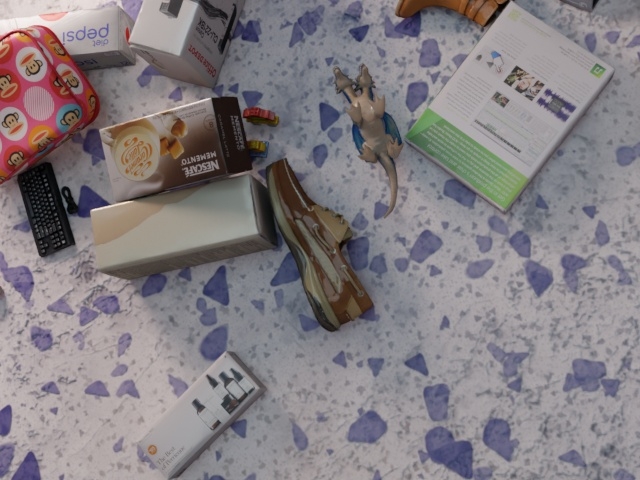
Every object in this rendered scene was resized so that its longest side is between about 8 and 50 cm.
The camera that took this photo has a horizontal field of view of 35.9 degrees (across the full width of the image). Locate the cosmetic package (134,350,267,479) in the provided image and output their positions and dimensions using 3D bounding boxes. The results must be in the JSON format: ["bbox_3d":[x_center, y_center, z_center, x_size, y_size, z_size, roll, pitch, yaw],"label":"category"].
[{"bbox_3d":[-0.219,0.320,1.812,0.239,0.060,0.099,-45,74,2],"label":"cosmetic package"}]

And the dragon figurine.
[{"bbox_3d":[0.101,-0.194,1.810,0.085,0.144,0.289,-22,97,6],"label":"dragon figurine"}]

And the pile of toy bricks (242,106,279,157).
[{"bbox_3d":[-0.194,-0.207,1.865,0.212,0.105,0.118,6,83,13],"label":"pile of toy bricks"}]

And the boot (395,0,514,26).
[{"bbox_3d":[0.250,-0.444,1.826,0.197,0.073,0.152,-42,78,4],"label":"boot"}]

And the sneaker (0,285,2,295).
[{"bbox_3d":[-0.683,0.075,1.961,0.057,0.047,0.119,-39,74,16],"label":"sneaker"}]

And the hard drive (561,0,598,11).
[{"bbox_3d":[0.427,-0.548,1.813,0.255,0.054,0.172,33,89,15],"label":"hard drive"}]

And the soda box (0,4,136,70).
[{"bbox_3d":[-0.517,-0.394,1.971,0.286,0.091,0.098,-3,80,11],"label":"soda box"}]

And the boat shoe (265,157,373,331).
[{"bbox_3d":[0.000,0.000,1.794,0.120,0.122,0.324,-22,85,2],"label":"boat shoe"}]

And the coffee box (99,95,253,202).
[{"bbox_3d":[-0.261,-0.163,1.786,0.247,0.098,0.141,-11,93,25],"label":"coffee box"}]

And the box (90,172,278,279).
[{"bbox_3d":[-0.249,-0.021,1.829,0.311,0.148,0.121,-12,78,8],"label":"box"}]

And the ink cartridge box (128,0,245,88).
[{"bbox_3d":[-0.236,-0.449,1.865,0.114,0.197,0.272,19,86,14],"label":"ink cartridge box"}]

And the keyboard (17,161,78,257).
[{"bbox_3d":[-0.536,-0.066,1.959,0.108,0.023,0.180,-21,78,8],"label":"keyboard"}]

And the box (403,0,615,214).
[{"bbox_3d":[0.339,-0.240,1.784,0.232,0.058,0.322,39,89,15],"label":"box"}]

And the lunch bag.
[{"bbox_3d":[-0.602,-0.273,1.899,0.293,0.120,0.258,-31,101,18],"label":"lunch bag"}]
